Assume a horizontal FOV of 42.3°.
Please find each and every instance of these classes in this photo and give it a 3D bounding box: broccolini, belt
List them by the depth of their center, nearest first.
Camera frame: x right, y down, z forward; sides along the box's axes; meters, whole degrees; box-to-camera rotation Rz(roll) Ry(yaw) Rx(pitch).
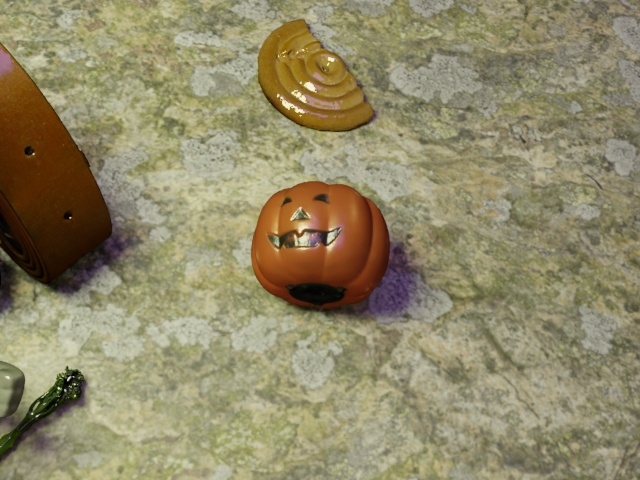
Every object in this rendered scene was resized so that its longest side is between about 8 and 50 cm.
[{"bbox_3d":[-0.380,0.237,1.019,0.218,0.044,0.042,-41,92,-19],"label":"broccolini"},{"bbox_3d":[-0.388,-0.104,1.028,0.217,0.339,0.122,24,56,40],"label":"belt"}]

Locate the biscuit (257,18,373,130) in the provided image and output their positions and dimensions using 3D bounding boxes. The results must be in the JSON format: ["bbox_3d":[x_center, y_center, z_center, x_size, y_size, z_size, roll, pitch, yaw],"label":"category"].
[{"bbox_3d":[-0.025,-0.261,1.326,0.144,0.033,0.224,-26,70,-21],"label":"biscuit"}]

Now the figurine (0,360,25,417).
[{"bbox_3d":[-0.495,0.207,0.932,0.167,0.342,0.285,11,48,-56],"label":"figurine"}]

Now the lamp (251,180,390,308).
[{"bbox_3d":[0.000,0.000,1.116,0.187,0.188,0.164,6,62,-7],"label":"lamp"}]

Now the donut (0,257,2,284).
[{"bbox_3d":[-0.511,0.005,1.017,0.230,0.216,0.096,-3,54,6],"label":"donut"}]
